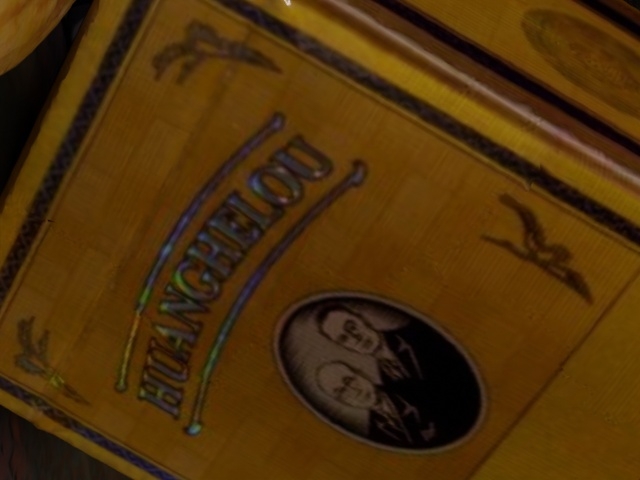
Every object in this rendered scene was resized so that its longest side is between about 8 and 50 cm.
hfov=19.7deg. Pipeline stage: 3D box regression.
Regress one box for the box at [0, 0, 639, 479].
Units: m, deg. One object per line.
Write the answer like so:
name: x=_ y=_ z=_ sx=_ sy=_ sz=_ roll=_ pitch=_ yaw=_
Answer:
box: x=0.056 y=0.029 z=0.542 sx=0.193 sy=0.301 sz=0.084 roll=-57 pitch=-175 yaw=39

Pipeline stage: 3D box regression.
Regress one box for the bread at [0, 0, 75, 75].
bread: x=-0.095 y=-0.137 z=0.396 sx=0.114 sy=0.083 sz=0.211 roll=-64 pitch=156 yaw=-55

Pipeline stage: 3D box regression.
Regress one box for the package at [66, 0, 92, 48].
package: x=0.000 y=0.000 z=0.666 sx=0.040 sy=0.232 sz=0.166 roll=-42 pitch=140 yaw=-36
